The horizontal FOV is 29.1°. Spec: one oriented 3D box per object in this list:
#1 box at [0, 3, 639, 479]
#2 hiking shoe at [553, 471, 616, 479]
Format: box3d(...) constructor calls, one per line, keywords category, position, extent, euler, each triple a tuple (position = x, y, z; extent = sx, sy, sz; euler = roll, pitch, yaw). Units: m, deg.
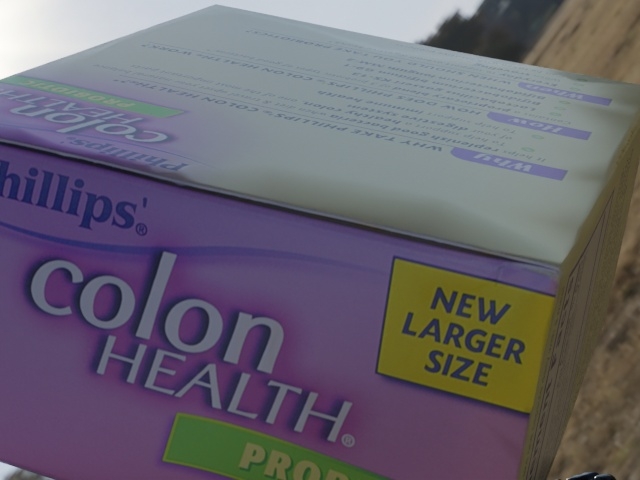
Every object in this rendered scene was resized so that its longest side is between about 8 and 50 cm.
box3d(category="box", position=(0.000, 0.000, 0.475), extent=(0.243, 0.213, 0.117), euler=(-42, -37, -63))
box3d(category="hiking shoe", position=(0.159, 0.249, 0.582), extent=(0.113, 0.132, 0.304), euler=(-17, 39, -1))
